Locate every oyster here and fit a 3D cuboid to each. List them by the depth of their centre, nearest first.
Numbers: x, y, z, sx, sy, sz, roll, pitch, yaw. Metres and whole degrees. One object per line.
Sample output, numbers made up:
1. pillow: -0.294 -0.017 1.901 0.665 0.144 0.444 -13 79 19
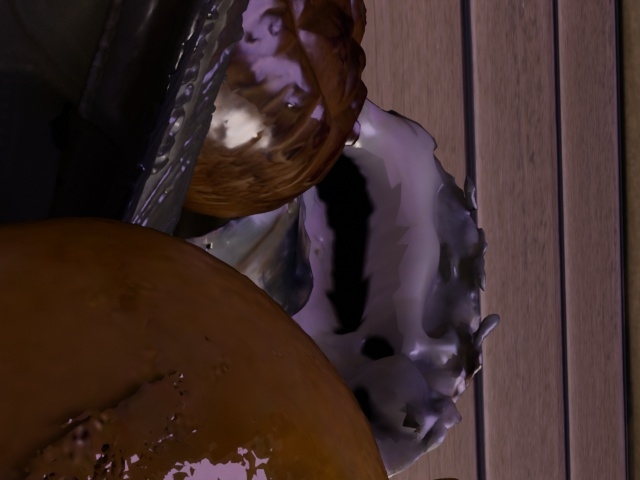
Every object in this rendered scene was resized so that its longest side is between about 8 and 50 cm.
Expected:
1. oyster: -0.001 0.001 1.135 0.238 0.115 0.351 41 34 -34

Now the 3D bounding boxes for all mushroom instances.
1. mushroom: -0.059 -0.129 0.931 0.253 0.153 0.253 -10 90 -76

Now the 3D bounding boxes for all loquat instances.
1. loquat: -0.095 0.122 0.647 0.263 0.263 0.263 0 90 -72

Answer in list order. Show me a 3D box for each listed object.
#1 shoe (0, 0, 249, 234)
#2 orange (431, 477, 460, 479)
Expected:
1. shoe: -0.131 -0.049 0.773 0.293 0.149 0.109 -63 175 36
2. orange: 0.067 0.250 1.375 0.170 0.112 0.160 27 74 -44
